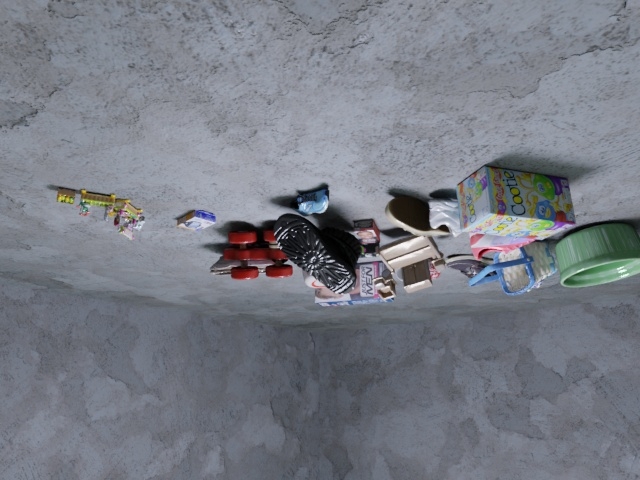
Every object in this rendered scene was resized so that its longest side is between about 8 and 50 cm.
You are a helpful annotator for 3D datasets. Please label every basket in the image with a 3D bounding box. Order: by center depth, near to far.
[{"bbox_3d":[0.754,0.112,1.898,0.289,0.200,0.254,-9,163,-5],"label":"basket"}]

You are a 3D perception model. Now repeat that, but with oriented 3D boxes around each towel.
[{"bbox_3d":[-0.289,0.088,1.940,0.283,0.049,0.187,-3,-164,6],"label":"towel"}]

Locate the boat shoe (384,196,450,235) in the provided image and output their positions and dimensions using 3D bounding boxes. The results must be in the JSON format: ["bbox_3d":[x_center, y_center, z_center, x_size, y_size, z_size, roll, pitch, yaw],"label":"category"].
[{"bbox_3d":[0.302,-0.063,1.529,0.303,0.109,0.098,8,159,-40],"label":"boat shoe"}]

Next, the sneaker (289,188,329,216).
[{"bbox_3d":[-0.034,-0.114,1.438,0.073,0.063,0.162,17,155,-34],"label":"sneaker"}]

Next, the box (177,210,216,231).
[{"bbox_3d":[-0.417,-0.066,1.629,0.081,0.028,0.136,17,157,-41],"label":"box"}]

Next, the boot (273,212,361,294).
[{"bbox_3d":[-0.002,0.003,1.617,0.131,0.260,0.348,-35,109,24],"label":"boot"}]

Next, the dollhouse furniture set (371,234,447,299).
[{"bbox_3d":[0.288,0.032,1.830,0.304,0.173,0.355,-22,133,22],"label":"dollhouse furniture set"}]

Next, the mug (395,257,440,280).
[{"bbox_3d":[0.419,0.109,2.086,0.170,0.150,0.113,4,125,-25],"label":"mug"}]

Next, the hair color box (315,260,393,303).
[{"bbox_3d":[0.152,0.201,2.203,0.348,0.173,0.105,-7,160,20],"label":"hair color box"}]

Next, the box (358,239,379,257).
[{"bbox_3d":[0.187,0.030,1.865,0.084,0.062,0.052,-4,160,12],"label":"box"}]

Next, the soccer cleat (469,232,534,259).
[{"bbox_3d":[0.675,-0.012,1.657,0.319,0.116,0.109,-13,158,34],"label":"soccer cleat"}]

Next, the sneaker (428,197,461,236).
[{"bbox_3d":[0.439,-0.067,1.471,0.233,0.115,0.090,5,-167,1],"label":"sneaker"}]

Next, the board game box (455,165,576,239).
[{"bbox_3d":[0.545,-0.100,1.353,0.276,0.144,0.142,5,160,-16],"label":"board game box"}]

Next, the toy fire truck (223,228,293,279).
[{"bbox_3d":[-0.204,0.037,1.785,0.303,0.169,0.254,-2,-173,3],"label":"toy fire truck"}]

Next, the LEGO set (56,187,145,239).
[{"bbox_3d":[-0.660,-0.073,1.481,0.132,0.106,0.287,-11,159,28],"label":"LEGO set"}]

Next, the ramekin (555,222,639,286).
[{"bbox_3d":[1.023,0.055,1.766,0.304,0.148,0.303,-6,157,-3],"label":"ramekin"}]

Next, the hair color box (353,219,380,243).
[{"bbox_3d":[0.167,-0.030,1.717,0.072,0.043,0.141,-5,160,16],"label":"hair color box"}]

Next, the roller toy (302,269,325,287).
[{"bbox_3d":[0.020,0.096,1.932,0.191,0.146,0.209,-3,158,-19],"label":"roller toy"}]

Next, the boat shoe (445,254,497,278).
[{"bbox_3d":[0.677,0.125,2.107,0.286,0.092,0.103,9,159,-26],"label":"boat shoe"}]
